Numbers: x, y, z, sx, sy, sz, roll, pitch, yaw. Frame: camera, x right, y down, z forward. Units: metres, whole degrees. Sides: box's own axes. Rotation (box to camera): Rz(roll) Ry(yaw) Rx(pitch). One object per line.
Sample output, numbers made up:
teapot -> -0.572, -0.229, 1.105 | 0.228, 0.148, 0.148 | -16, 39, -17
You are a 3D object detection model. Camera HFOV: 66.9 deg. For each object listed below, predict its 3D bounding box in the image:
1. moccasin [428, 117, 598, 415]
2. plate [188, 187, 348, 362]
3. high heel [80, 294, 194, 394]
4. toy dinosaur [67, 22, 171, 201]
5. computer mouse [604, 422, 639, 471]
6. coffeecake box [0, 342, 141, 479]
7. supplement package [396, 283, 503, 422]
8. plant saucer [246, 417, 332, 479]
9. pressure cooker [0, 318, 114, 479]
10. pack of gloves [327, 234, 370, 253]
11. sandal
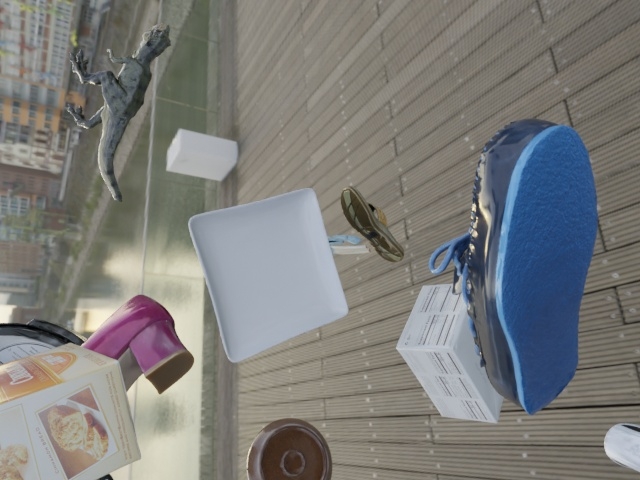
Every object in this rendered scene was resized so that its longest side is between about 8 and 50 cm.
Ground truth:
moccasin -> 0.173, 0.043, 0.474 | 0.117, 0.137, 0.342 | 41, 151, 49
plate -> -0.097, 0.058, 0.947 | 0.045, 0.277, 0.278 | -11, 96, 58
high heel -> -0.256, 0.147, 0.485 | 0.117, 0.244, 0.082 | 37, 154, 38
toy dinosaur -> -0.305, -0.203, 0.701 | 0.064, 0.118, 0.268 | -7, -64, -80
computer mouse -> 0.532, 0.336, 0.727 | 0.042, 0.192, 0.106 | 14, -89, -83
coffeecake box -> -0.230, 0.129, 0.298 | 0.142, 0.185, 0.068 | -7, 96, 51
supplement package -> 0.328, 0.263, 1.152 | 0.145, 0.262, 0.204 | -9, 35, 41
plant saucer -> -0.053, 0.420, 0.910 | 0.029, 0.168, 0.169 | 122, 144, -56
pressure cooker -> -0.568, 0.336, 0.871 | 0.420, 0.369, 0.376 | 154, 113, -62
pack of gloves -> 0.000, 0.000, 1.237 | 0.195, 0.231, 0.046 | 43, -135, -71
sandal -> 0.104, -0.035, 0.935 | 0.049, 0.180, 0.072 | -49, 13, -30
